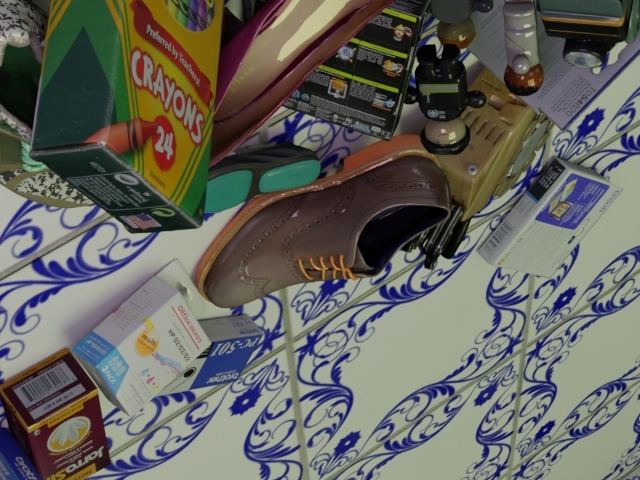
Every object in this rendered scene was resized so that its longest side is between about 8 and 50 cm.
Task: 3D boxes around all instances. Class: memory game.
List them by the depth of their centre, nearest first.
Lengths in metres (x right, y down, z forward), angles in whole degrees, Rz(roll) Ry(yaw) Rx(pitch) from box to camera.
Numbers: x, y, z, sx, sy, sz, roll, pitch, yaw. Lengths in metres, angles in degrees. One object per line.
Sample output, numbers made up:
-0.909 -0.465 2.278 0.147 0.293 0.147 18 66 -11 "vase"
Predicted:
0.308 -0.142 2.217 0.186 0.012 0.186 -50 164 -20 "memory game"

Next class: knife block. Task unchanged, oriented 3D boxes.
0.203 -0.096 2.093 0.276 0.088 0.242 -52 165 -21 "knife block"

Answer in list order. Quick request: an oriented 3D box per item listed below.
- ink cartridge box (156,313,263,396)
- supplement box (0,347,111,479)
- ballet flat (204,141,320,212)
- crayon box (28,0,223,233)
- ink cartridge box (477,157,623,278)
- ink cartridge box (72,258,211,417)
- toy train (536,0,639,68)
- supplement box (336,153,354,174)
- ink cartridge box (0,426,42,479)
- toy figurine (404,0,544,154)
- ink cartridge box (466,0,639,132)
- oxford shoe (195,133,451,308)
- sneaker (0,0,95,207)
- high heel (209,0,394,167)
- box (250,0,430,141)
-0.183 0.160 2.054 0.207 0.046 0.097 -6 135 -45 "ink cartridge box"
-0.342 0.241 1.936 0.104 0.081 0.188 -29 148 -22 "supplement box"
-0.094 -0.083 1.823 0.203 0.074 0.074 -16 141 -36 "ballet flat"
-0.170 -0.190 1.391 0.081 0.318 0.202 -5 159 20 "crayon box"
0.381 -0.034 2.459 0.206 0.045 0.208 -53 147 17 "ink cartridge box"
-0.213 0.122 1.902 0.181 0.061 0.104 -43 131 -19 "ink cartridge box"
0.338 -0.377 1.770 0.190 0.142 0.334 48 53 -69 "toy train"
0.067 -0.076 2.031 0.083 0.056 0.083 -21 143 -32 "supplement box"
-0.515 0.366 1.827 0.270 0.151 0.395 -51 147 16 "ink cartridge box"
0.152 -0.223 1.792 0.209 0.213 0.148 -34 137 -23 "toy figurine"
0.319 -0.275 1.905 0.223 0.224 0.045 -45 149 6 "ink cartridge box"
0.000 0.000 1.922 0.363 0.133 0.130 -32 137 13 "oxford shoe"
-0.281 -0.120 1.447 0.158 0.182 0.410 -38 149 -6 "sneaker"
-0.004 -0.204 1.520 0.127 0.181 0.377 28 137 -36 "high heel"
0.012 -0.216 1.673 0.045 0.190 0.184 -64 170 -47 "box"
